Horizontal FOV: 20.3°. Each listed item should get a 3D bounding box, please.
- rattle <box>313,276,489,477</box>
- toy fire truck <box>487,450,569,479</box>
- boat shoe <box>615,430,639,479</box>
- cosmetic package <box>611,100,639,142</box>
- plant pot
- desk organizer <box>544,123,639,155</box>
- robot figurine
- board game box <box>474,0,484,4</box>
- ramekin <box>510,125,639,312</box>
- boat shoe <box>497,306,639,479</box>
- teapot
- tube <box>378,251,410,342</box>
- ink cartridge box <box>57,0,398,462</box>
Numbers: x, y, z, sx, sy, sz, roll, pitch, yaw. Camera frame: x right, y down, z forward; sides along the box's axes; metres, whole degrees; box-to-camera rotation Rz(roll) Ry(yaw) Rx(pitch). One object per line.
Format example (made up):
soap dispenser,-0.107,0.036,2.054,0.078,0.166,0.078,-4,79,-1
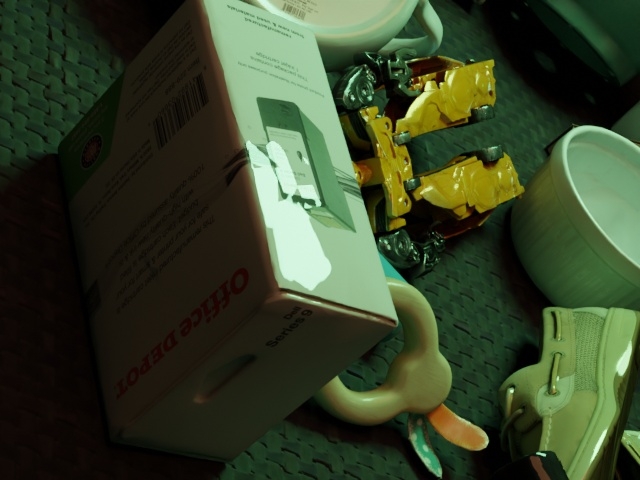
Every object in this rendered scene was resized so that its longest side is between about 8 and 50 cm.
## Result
rattle,0.040,0.106,1.521,0.199,0.142,0.130,40,64,-35
toy fire truck,0.103,0.259,1.329,0.246,0.217,0.158,73,-8,-64
boat shoe,0.301,0.238,1.644,0.048,0.056,0.153,12,44,-26
cosmetic package,0.503,-0.096,2.126,0.224,0.138,0.224,-15,66,-51
plant pot,0.353,-0.304,2.078,0.293,0.196,0.293,43,2,-2
desk organizer,0.317,-0.087,1.998,0.130,0.047,0.050,10,50,-41
robot figurine,0.089,-0.079,1.682,0.291,0.085,0.211,-19,97,-53
board game box,0.206,-0.461,2.089,0.141,0.232,0.291,30,36,-10
ramekin,0.290,-0.005,1.830,0.207,0.109,0.207,29,38,-25
boat shoe,0.209,0.169,1.581,0.110,0.122,0.341,10,29,14
teapot,-0.029,-0.262,1.700,0.252,0.187,0.256,-24,90,-25
tube,0.000,0.000,1.555,0.207,0.080,0.052,44,7,-8
ink cartridge box,-0.080,-0.008,1.352,0.121,0.211,0.289,17,45,-38
